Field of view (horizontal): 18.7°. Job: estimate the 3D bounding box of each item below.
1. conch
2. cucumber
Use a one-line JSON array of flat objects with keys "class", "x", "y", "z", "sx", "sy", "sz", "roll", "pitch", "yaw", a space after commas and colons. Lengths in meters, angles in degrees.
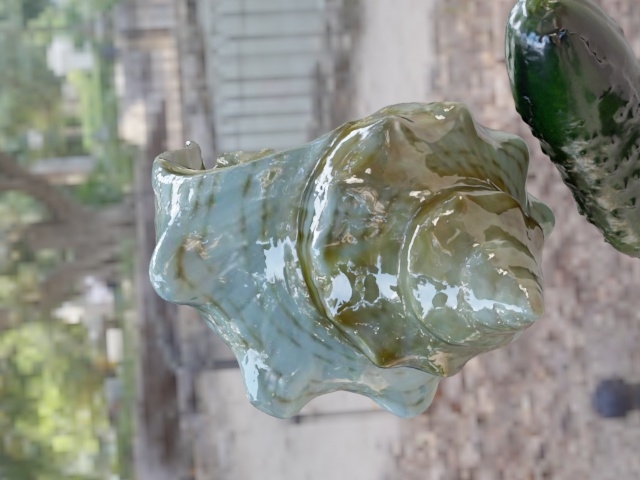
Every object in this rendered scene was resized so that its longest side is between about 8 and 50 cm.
[{"class": "conch", "x": -0.001, "y": 0.014, "z": 1.048, "sx": 0.386, "sy": 0.203, "sz": 0.170, "roll": -7, "pitch": 74, "yaw": 57}, {"class": "cucumber", "x": 0.147, "y": -0.052, "z": 1.010, "sx": 0.227, "sy": 0.069, "sz": 0.069, "roll": 54, "pitch": -160, "yaw": -50}]
